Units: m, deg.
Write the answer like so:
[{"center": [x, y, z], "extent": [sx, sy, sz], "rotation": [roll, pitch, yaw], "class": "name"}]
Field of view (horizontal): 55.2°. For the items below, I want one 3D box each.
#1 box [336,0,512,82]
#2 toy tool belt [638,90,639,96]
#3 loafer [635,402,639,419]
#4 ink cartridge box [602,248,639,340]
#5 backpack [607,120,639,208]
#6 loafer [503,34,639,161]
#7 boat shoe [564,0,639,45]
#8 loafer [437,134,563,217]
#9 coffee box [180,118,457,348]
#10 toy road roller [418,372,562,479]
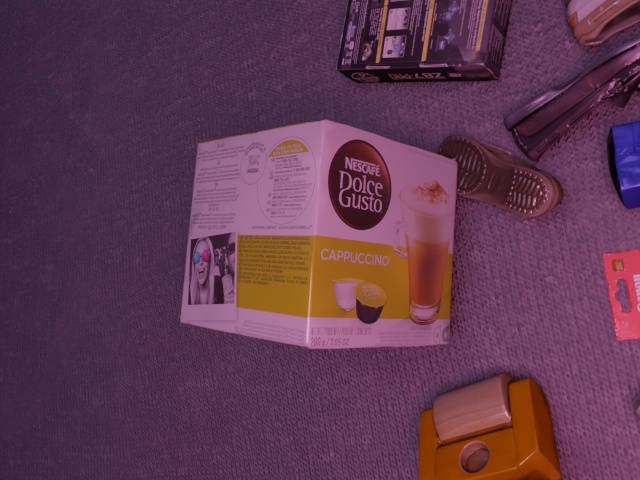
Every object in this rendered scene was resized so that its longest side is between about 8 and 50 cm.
[{"center": [0.210, -0.510, 1.181], "extent": [0.318, 0.097, 0.395], "rotation": [8, 89, 36], "class": "box"}, {"center": [0.535, -0.215, 0.960], "extent": [0.051, 0.052, 0.083], "rotation": [-49, 52, 55], "class": "toy tool belt"}, {"center": [0.594, 0.194, 0.825], "extent": [0.319, 0.112, 0.111], "rotation": [-35, 58, 25], "class": "loafer"}, {"center": [0.530, 0.072, 0.925], "extent": [0.179, 0.045, 0.145], "rotation": [-11, 77, 30], "class": "ink cartridge box"}, {"center": [0.497, -0.123, 0.942], "extent": [0.101, 0.098, 0.120], "rotation": [-12, 65, 23], "class": "backpack"}, {"center": [0.450, -0.235, 0.992], "extent": [0.302, 0.109, 0.095], "rotation": [-30, 82, 35], "class": "loafer"}, {"center": [0.537, -0.396, 0.945], "extent": [0.302, 0.113, 0.103], "rotation": [-15, 77, 42], "class": "boat shoe"}, {"center": [0.308, -0.108, 1.071], "extent": [0.268, 0.092, 0.102], "rotation": [42, 117, 47], "class": "loafer"}, {"center": [0.000, 0.000, 1.077], "extent": [0.338, 0.338, 0.334], "rotation": [0, 85, 47], "class": "coffee box"}, {"center": [0.299, 0.407, 0.976], "extent": [0.202, 0.240, 0.329], "rotation": [-27, 32, 29], "class": "toy road roller"}]
